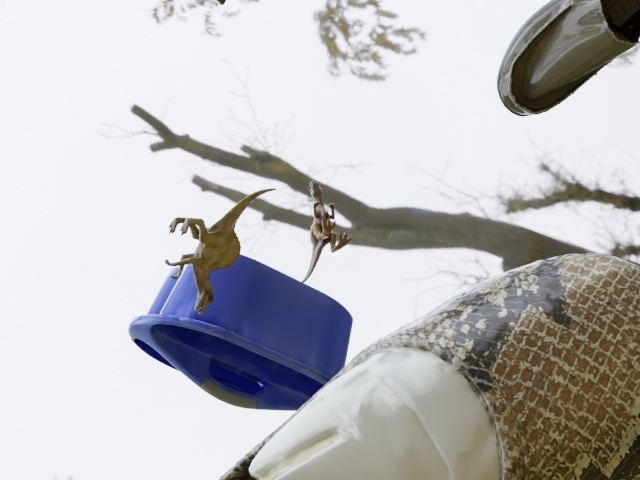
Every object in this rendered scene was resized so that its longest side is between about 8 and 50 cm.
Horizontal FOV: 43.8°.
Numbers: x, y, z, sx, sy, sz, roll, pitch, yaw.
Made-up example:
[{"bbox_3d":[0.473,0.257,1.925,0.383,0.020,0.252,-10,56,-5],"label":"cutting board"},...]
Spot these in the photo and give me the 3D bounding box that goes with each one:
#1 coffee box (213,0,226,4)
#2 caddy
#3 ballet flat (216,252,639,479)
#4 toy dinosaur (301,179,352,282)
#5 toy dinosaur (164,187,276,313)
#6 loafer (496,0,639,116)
[{"bbox_3d":[-0.207,-0.368,1.009,0.040,0.184,0.113,-61,-20,0],"label":"coffee box"},{"bbox_3d":[-0.114,0.159,1.196,0.341,0.241,0.179,27,-118,-19],"label":"caddy"},{"bbox_3d":[-0.009,0.179,0.473,0.182,0.164,0.483,5,-40,-46],"label":"ballet flat"},{"bbox_3d":[0.000,0.000,1.426,0.064,0.112,0.211,12,-96,-28],"label":"toy dinosaur"},{"bbox_3d":[-0.133,-0.003,0.970,0.093,0.053,0.183,20,-75,-32],"label":"toy dinosaur"},{"bbox_3d":[0.293,-0.234,0.868,0.094,0.087,0.251,35,-66,-13],"label":"loafer"}]
